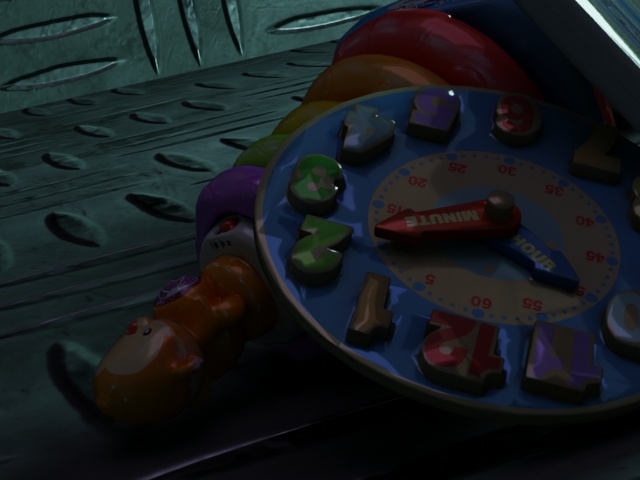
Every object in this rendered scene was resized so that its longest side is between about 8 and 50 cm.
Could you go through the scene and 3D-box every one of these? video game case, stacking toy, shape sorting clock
[{"bbox_3d":[0.180,-0.072,0.745,0.023,0.212,0.193,-44,-6,23],"label":"video game case"},{"bbox_3d":[0.000,0.000,0.749,0.302,0.166,0.175,-35,20,-35],"label":"stacking toy"},{"bbox_3d":[0.074,-0.004,0.636,0.206,0.040,0.206,5,46,-5],"label":"shape sorting clock"}]

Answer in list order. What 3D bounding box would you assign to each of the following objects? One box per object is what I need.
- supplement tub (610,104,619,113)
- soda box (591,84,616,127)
[{"bbox_3d":[0.298,-0.250,1.357,0.331,0.241,0.241,-22,16,-41],"label":"supplement tub"},{"bbox_3d":[0.087,-0.067,1.014,0.092,0.083,0.263,-21,11,-25],"label":"soda box"}]
